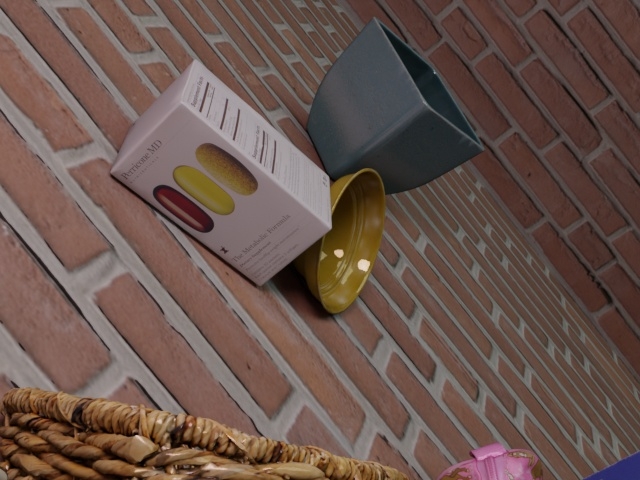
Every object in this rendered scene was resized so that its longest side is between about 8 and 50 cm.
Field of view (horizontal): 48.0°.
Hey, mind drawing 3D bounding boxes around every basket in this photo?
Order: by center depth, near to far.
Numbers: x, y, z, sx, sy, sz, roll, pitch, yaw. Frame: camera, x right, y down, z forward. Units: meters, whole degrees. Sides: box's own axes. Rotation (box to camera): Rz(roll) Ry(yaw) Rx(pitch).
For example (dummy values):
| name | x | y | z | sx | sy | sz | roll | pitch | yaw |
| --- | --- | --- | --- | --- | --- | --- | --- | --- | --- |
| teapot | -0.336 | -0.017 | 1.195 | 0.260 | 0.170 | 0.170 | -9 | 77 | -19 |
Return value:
| name | x | y | z | sx | sy | sz | roll | pitch | yaw |
| --- | --- | --- | --- | --- | --- | --- | --- | --- | --- |
| basket | -0.061 | 0.190 | 0.537 | 0.299 | 0.213 | 0.223 | 30 | 33 | -42 |

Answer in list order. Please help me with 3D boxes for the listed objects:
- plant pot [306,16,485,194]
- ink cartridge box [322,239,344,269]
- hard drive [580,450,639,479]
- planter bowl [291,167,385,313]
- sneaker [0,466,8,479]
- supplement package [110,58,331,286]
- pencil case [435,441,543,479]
| name | x | y | z | sx | sy | sz | roll | pitch | yaw |
| --- | --- | --- | --- | --- | --- | --- | --- | --- | --- |
| plant pot | 0.121 | -0.231 | 1.425 | 0.248 | 0.252 | 0.247 | 22 | 38 | -50 |
| ink cartridge box | 0.000 | 0.000 | 1.155 | 0.115 | 0.029 | 0.063 | 53 | 23 | -1 |
| hard drive | 0.558 | 0.528 | 1.190 | 0.040 | 0.210 | 0.318 | 24 | 36 | -47 |
| planter bowl | 0.011 | -0.009 | 1.054 | 0.090 | 0.217 | 0.217 | 16 | 10 | 25 |
| sneaker | -0.226 | 0.204 | 0.392 | 0.066 | 0.071 | 0.188 | 38 | 26 | -29 |
| supplement package | -0.118 | -0.083 | 0.919 | 0.244 | 0.139 | 0.133 | 39 | 26 | -25 |
| pencil case | 0.237 | 0.429 | 0.810 | 0.160 | 0.167 | 0.386 | 20 | 35 | -25 |
